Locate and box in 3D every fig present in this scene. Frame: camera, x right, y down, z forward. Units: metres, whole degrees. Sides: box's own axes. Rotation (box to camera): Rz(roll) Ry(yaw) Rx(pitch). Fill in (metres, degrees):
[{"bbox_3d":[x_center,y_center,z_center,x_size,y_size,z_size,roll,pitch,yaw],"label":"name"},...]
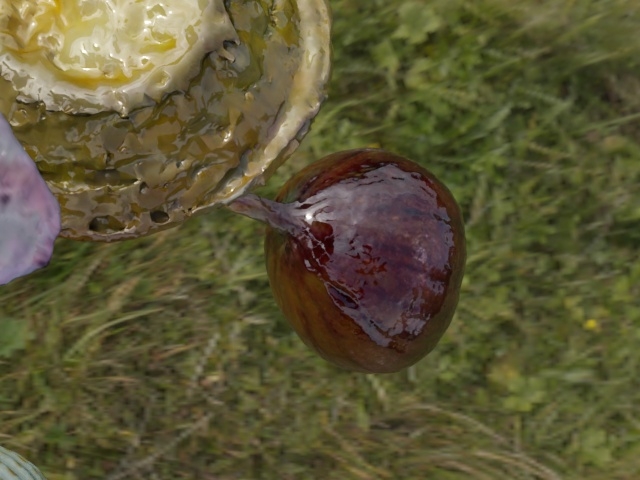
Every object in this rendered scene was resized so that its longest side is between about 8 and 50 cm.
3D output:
[{"bbox_3d":[0.026,-0.002,1.186,0.149,0.148,0.202,-57,148,-27],"label":"fig"}]

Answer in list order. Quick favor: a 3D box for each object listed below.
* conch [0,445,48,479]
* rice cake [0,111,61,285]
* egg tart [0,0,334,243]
[{"bbox_3d":[-0.173,0.165,0.774,0.135,0.102,0.153,39,44,10],"label":"conch"},{"bbox_3d":[-0.180,-0.099,0.469,0.081,0.051,0.290,-34,102,-6],"label":"rice cake"},{"bbox_3d":[-0.088,-0.088,0.708,0.191,0.074,0.191,0,69,0],"label":"egg tart"}]
